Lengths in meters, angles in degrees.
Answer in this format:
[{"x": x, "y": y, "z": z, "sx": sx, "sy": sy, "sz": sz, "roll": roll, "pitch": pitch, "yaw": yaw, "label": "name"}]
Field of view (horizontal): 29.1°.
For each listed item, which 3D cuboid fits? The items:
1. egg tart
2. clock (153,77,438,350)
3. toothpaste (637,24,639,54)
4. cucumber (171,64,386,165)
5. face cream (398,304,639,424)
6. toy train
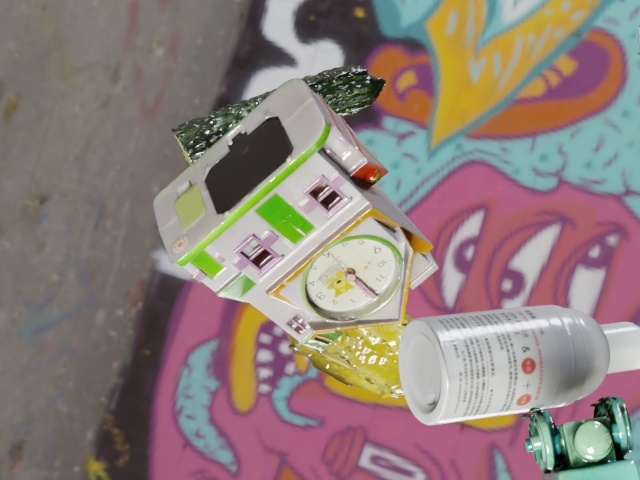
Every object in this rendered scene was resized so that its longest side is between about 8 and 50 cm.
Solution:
[{"x": 0.069, "y": 0.167, "z": 2.038, "sx": 0.132, "sy": 0.345, "sz": 0.345, "roll": -63, "pitch": 164, "yaw": -12, "label": "egg tart"}, {"x": 0.000, "y": 0.000, "z": 1.454, "sx": 0.235, "sy": 0.166, "sz": 0.309, "roll": -40, "pitch": 128, "yaw": 12, "label": "clock"}, {"x": 0.389, "y": -0.181, "z": 1.232, "sx": 0.046, "sy": 0.164, "sz": 0.034, "roll": -24, "pitch": 128, "yaw": -20, "label": "toothpaste"}, {"x": -0.061, "y": -0.210, "z": 2.022, "sx": 0.096, "sy": 0.359, "sz": 0.096, "roll": 156, "pitch": -90, "yaw": -83, "label": "cucumber"}, {"x": 0.301, "y": 0.162, "z": 1.697, "sx": 0.145, "sy": 0.369, "sz": 0.145, "roll": 177, "pitch": -90, "yaw": -67, "label": "face cream"}, {"x": 0.301, "y": 0.266, "z": 1.404, "sx": 0.203, "sy": 0.112, "sz": 0.163, "roll": 65, "pitch": 14, "yaw": -77, "label": "toy train"}]
